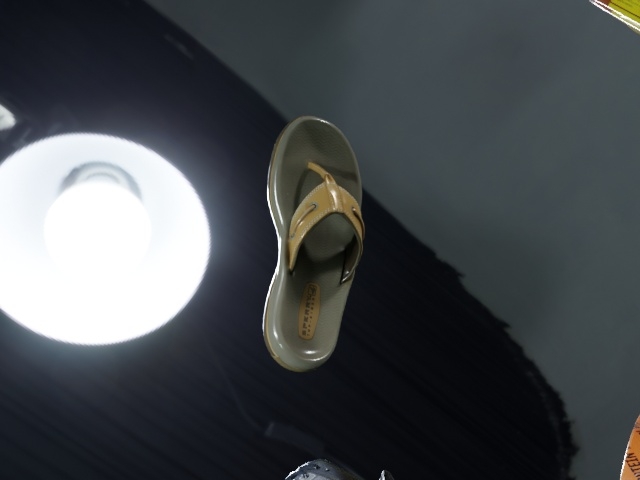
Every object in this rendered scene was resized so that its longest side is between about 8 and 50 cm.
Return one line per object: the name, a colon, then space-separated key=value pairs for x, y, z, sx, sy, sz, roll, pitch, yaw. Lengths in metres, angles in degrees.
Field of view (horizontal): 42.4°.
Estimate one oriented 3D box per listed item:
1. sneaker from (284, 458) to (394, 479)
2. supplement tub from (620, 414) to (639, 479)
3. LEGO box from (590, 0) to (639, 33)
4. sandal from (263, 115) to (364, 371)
sneaker: x=-0.029 y=0.273 z=0.780 sx=0.111 sy=0.299 sz=0.121 roll=-53 pitch=38 yaw=30
supplement tub: x=0.389 y=0.227 z=0.595 sx=0.315 sy=0.194 sz=0.194 roll=6 pitch=50 yaw=32
LEGO box: x=0.545 y=-0.175 z=0.788 sx=0.193 sy=0.372 sz=0.500 roll=-59 pitch=21 yaw=22
sandal: x=0.000 y=0.000 z=0.571 sx=0.049 sy=0.072 sz=0.180 roll=-20 pitch=62 yaw=62
